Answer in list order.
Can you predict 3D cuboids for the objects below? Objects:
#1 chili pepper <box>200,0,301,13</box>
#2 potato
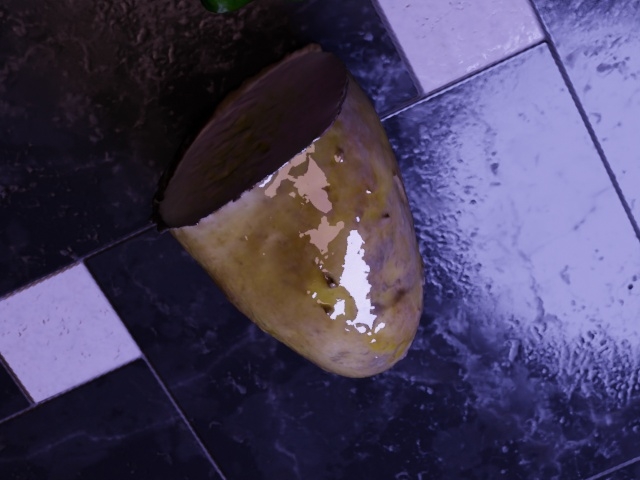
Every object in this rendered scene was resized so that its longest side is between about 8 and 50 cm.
[{"bbox_3d":[-0.011,-0.256,1.529,0.270,0.099,0.136,-11,145,-5],"label":"chili pepper"},{"bbox_3d":[0.000,0.000,1.606,0.229,0.229,0.266,-30,120,11],"label":"potato"}]
